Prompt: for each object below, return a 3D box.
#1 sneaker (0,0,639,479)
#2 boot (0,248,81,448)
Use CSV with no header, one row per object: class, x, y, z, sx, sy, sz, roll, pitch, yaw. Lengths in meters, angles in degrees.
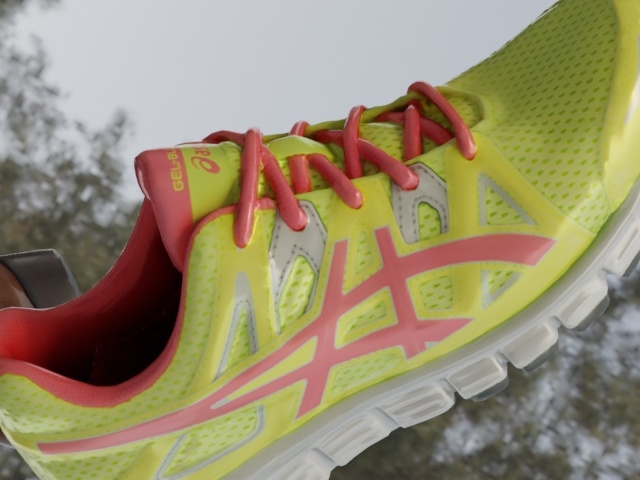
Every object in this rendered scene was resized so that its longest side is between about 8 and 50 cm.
sneaker,0.000,0.000,0.406,0.208,0.094,0.081,-40,-151,5
boot,-0.273,0.139,1.148,0.264,0.280,0.096,63,-34,16
